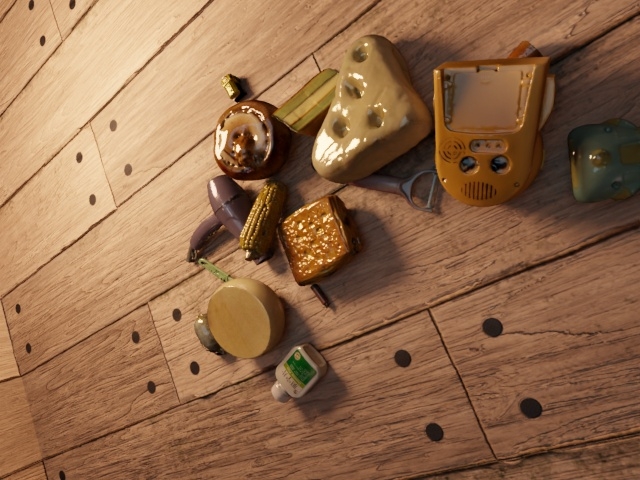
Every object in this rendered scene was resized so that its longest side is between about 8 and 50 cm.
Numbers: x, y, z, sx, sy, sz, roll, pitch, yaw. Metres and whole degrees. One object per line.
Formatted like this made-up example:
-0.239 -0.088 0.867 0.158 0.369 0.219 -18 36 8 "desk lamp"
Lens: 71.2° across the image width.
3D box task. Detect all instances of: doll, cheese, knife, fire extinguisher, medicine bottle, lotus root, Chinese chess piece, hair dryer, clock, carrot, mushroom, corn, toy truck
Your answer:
0.628 -0.166 0.860 0.261 0.162 0.176 -5 87 32 "doll"
0.093 -0.327 1.161 0.328 0.130 0.350 -36 58 33 "cheese"
-0.284 0.137 1.446 0.293 0.020 0.043 31 131 15 "knife"
-0.001 0.165 1.303 0.028 0.022 0.083 -33 73 -12 "fire extinguisher"
-0.070 0.399 1.324 0.119 0.069 0.183 46 113 18 "medicine bottle"
-0.365 0.315 1.485 0.088 0.088 0.165 -35 84 26 "lotus root"
-0.227 0.237 1.372 0.251 0.097 0.250 6 104 25 "Chinese chess piece"
-0.330 -0.007 1.462 0.361 0.121 0.301 -35 83 35 "hair dryer"
0.363 -0.227 0.977 0.244 0.200 0.316 11 115 29 "clock"
0.173 -0.160 1.184 0.278 0.053 0.123 14 93 27 "knife"
0.412 -0.360 1.042 0.209 0.061 0.061 -47 70 26 "carrot"
-0.205 -0.296 1.334 0.253 0.153 0.252 0 90 21 "mushroom"
-0.167 -0.060 1.313 0.097 0.097 0.261 8 69 29 "corn"
-0.281 -0.490 1.429 0.049 0.054 0.083 -35 74 26 "toy truck"

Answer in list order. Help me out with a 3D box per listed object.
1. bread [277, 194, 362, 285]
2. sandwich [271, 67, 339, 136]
0.000 0.000 1.261 0.235 0.099 0.210 -31 74 32 "bread"
-0.017 -0.389 1.232 0.117 0.144 0.187 38 109 21 "sandwich"
